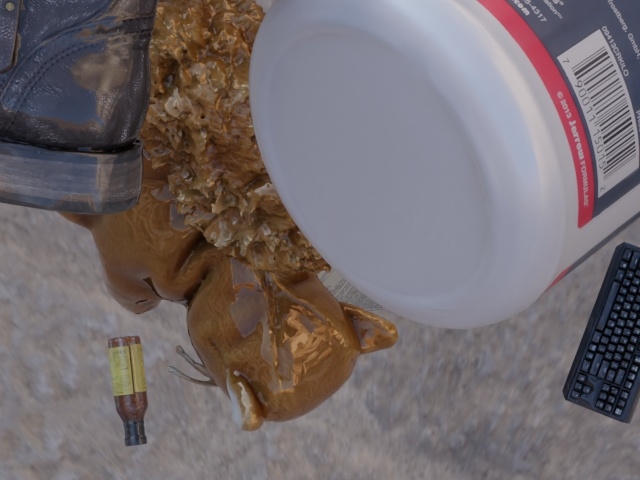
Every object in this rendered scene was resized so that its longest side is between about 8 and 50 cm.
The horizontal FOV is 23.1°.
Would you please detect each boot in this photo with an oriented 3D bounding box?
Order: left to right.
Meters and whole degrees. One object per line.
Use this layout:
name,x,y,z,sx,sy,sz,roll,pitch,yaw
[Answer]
boot,-0.164,-0.141,0.661,0.263,0.091,0.229,9,107,-12

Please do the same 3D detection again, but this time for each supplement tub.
supplement tub,0.116,-0.095,0.802,0.272,0.191,0.191,-34,73,-34

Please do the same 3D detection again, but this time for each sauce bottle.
sauce bottle,-0.224,0.176,1.831,0.042,0.042,0.128,-5,85,-1

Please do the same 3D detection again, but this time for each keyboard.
keyboard,0.334,0.102,1.654,0.108,0.023,0.180,21,93,15

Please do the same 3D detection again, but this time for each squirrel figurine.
squirrel figurine,-0.083,-0.020,1.410,0.281,0.397,0.370,-24,81,-32

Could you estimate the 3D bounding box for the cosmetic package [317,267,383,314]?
cosmetic package,0.000,0.000,1.792,0.153,0.296,0.129,-48,68,21
